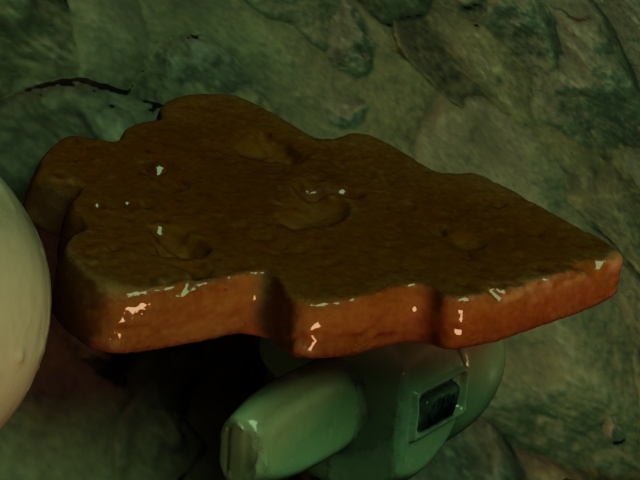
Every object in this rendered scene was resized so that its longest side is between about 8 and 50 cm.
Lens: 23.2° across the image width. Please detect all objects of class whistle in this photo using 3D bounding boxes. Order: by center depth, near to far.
[{"bbox_3d":[0.027,0.077,0.830,0.253,0.106,0.101,-21,90,-56],"label":"whistle"}]

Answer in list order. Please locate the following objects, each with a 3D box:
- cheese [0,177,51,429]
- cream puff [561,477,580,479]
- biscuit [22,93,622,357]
[{"bbox_3d":[-0.203,0.022,0.609,0.198,0.189,0.154,17,79,-32],"label":"cheese"},{"bbox_3d":[0.098,0.247,0.706,0.282,0.185,0.281,-7,90,-78],"label":"cream puff"},{"bbox_3d":[0.000,0.000,0.805,0.306,0.043,0.284,10,25,6],"label":"biscuit"}]
